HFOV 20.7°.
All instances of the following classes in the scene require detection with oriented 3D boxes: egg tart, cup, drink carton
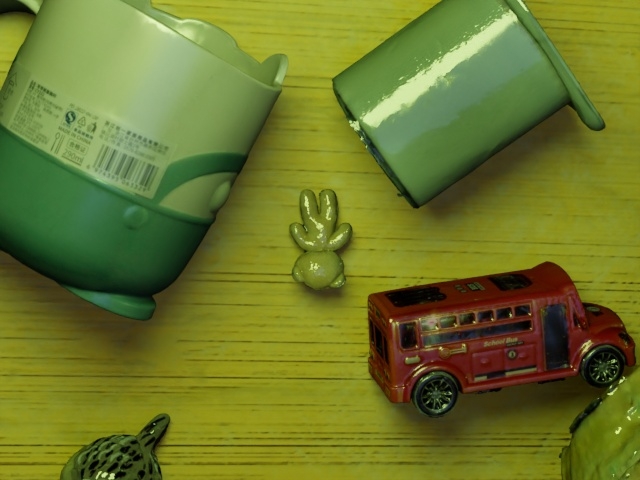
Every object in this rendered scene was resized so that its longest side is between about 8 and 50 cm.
[{"bbox_3d":[0.331,0.194,1.716,0.315,0.315,0.120,-43,69,0],"label":"egg tart"},{"bbox_3d":[-0.204,-0.105,1.526,0.290,0.219,0.257,29,97,12],"label":"cup"},{"bbox_3d":[0.121,-0.145,1.607,0.190,0.185,0.191,-34,111,9],"label":"drink carton"}]

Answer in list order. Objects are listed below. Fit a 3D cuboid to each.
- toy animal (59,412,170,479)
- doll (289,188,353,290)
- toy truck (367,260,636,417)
[{"bbox_3d":[-0.187,0.225,1.659,0.137,0.098,0.098,-45,109,0],"label":"toy animal"},{"bbox_3d":[0.001,0.000,1.669,0.062,0.051,0.093,1,102,-7],"label":"doll"},{"bbox_3d":[0.176,0.090,1.702,0.253,0.107,0.114,-9,106,-10],"label":"toy truck"}]
